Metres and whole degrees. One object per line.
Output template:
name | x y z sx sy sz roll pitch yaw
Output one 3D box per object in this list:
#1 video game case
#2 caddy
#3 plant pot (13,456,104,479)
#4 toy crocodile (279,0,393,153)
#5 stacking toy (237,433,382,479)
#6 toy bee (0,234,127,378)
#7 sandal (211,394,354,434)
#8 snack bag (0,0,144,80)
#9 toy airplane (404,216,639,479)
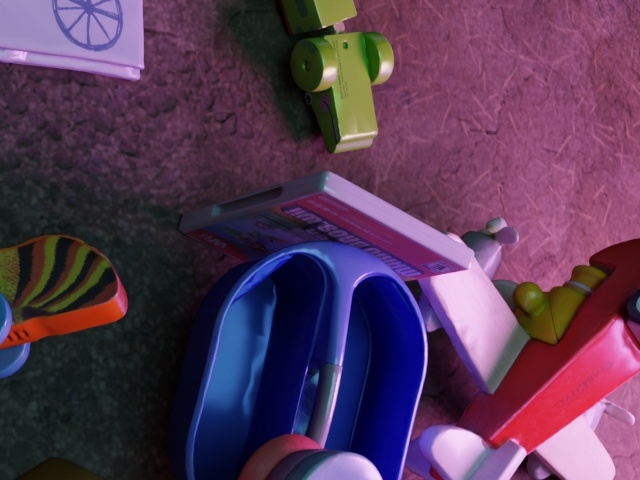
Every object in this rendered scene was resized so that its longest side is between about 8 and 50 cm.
video game case | 0.000 0.000 1.589 0.204 0.285 0.025 27 68 -29
caddy | -0.024 0.169 1.548 0.241 0.179 0.341 15 85 -21
plant pot | -0.251 0.346 1.409 0.212 0.187 0.212 -30 99 -36
toy crocodile | -0.001 -0.272 1.762 0.115 0.105 0.340 -18 97 -37
stacking toy | -0.045 0.349 1.363 0.309 0.130 0.279 -28 116 -36
toy bee | -0.348 0.051 1.412 0.298 0.195 0.162 -15 66 -26
sandal | -0.051 0.190 1.666 0.219 0.060 0.090 -8 91 -21
snack bag | -0.343 -0.344 1.559 0.342 0.037 0.323 3 80 -36
toy airplane | 0.249 0.155 1.790 0.384 0.272 0.386 0 119 -25
